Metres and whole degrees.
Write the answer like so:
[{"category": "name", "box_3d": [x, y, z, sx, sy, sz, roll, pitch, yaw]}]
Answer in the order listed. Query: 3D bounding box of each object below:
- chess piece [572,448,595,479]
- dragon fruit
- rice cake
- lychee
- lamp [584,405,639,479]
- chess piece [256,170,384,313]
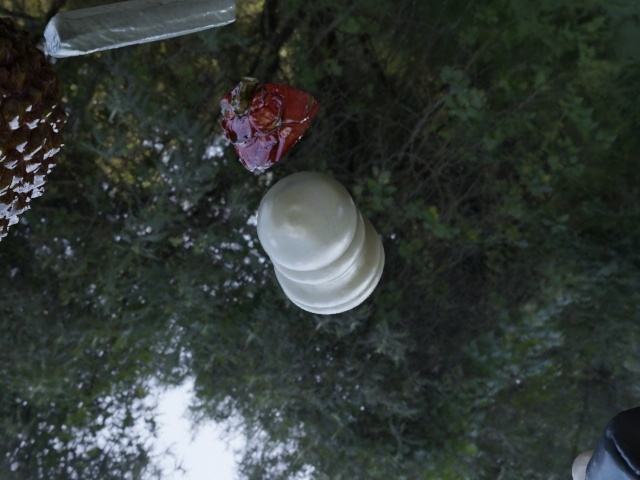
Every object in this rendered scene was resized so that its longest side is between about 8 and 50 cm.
[{"category": "chess piece", "box_3d": [0.384, 0.258, 0.784, 0.307, 0.124, 0.139, 14, -132, -29]}, {"category": "dragon fruit", "box_3d": [-0.090, -0.150, 0.965, 0.106, 0.162, 0.083, 38, -126, -20]}, {"category": "rice cake", "box_3d": [-0.210, -0.268, 0.889, 0.256, 0.057, 0.052, -25, -81, -35]}, {"category": "lychee", "box_3d": [-0.368, -0.083, 0.666, 0.271, 0.271, 0.271, 30, -162, -11]}, {"category": "lamp", "box_3d": [0.313, 0.221, 0.320, 0.272, 0.205, 0.374, -3, -144, -11]}, {"category": "chess piece", "box_3d": [0.000, 0.000, 0.968, 0.167, 0.167, 0.300, 37, 174, 13]}]
